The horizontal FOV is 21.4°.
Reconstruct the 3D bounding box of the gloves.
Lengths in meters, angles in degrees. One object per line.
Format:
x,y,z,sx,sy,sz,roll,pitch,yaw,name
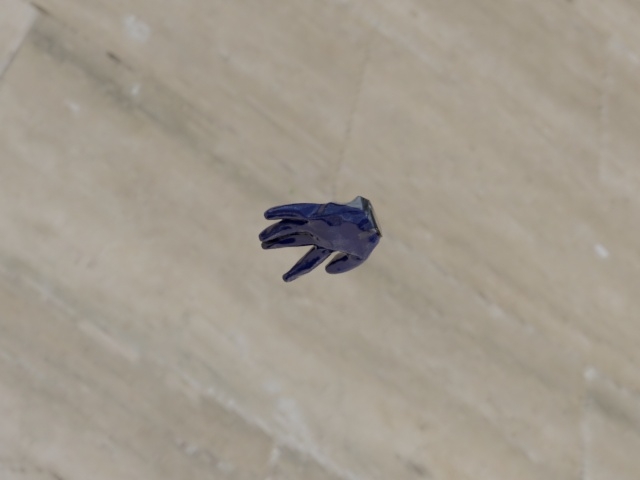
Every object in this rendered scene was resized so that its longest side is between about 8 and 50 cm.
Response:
0.000,0.000,1.123,0.026,0.086,0.064,-78,154,-49,gloves
